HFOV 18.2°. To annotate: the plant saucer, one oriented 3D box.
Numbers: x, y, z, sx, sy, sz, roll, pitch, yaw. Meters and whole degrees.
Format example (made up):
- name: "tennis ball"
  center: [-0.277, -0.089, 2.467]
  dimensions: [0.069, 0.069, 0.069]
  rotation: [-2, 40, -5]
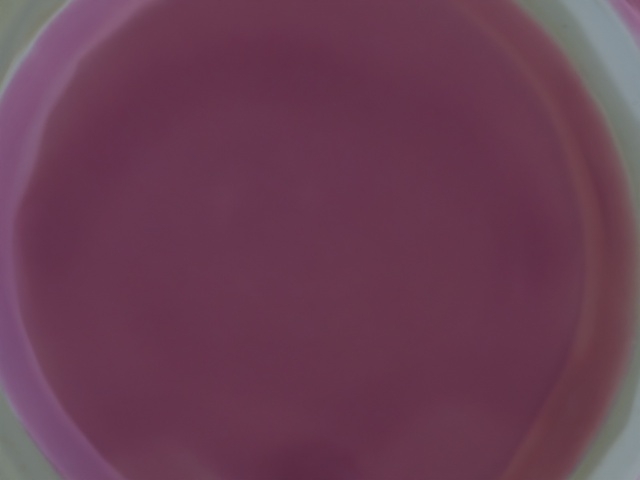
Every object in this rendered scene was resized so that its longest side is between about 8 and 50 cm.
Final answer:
- name: "plant saucer"
  center: [0.000, 0.000, 0.641]
  dimensions: [0.084, 0.332, 0.332]
  rotation: [-35, 137, -74]
